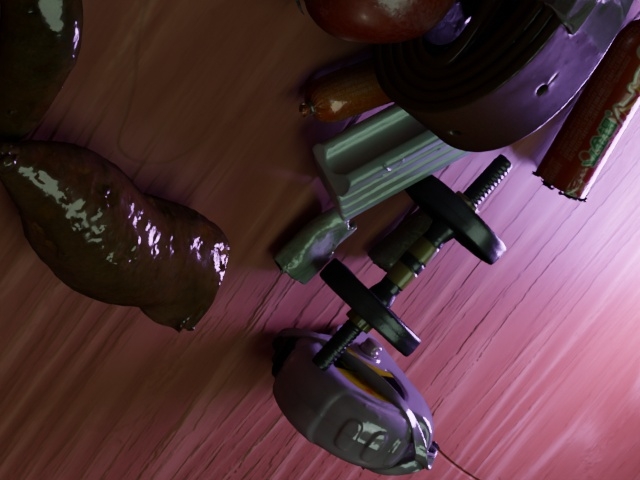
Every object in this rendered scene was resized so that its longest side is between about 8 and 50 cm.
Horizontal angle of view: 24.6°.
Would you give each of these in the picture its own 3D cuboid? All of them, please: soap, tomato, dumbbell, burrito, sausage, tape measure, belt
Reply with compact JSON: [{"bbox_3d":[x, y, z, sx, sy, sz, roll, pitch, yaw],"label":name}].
[{"bbox_3d":[0.094,-0.106,1.607,0.198,0.066,0.119,-28,163,-3],"label":"soap"},{"bbox_3d":[0.060,-0.257,1.385,0.167,0.167,0.167,-25,142,-22],"label":"tomato"},{"bbox_3d":[0.107,0.026,1.699,0.325,0.143,0.143,-47,145,-1],"label":"dumbbell"},{"bbox_3d":[-0.002,0.000,1.696,0.118,0.044,0.074,-47,152,10],"label":"burrito"},{"bbox_3d":[0.360,-0.174,1.836,0.083,0.083,0.264,0,126,-43],"label":"sausage"},{"bbox_3d":[0.034,0.191,1.782,0.197,0.236,0.120,17,113,-43],"label":"tape measure"},{"bbox_3d":[0.121,-0.194,1.601,0.347,0.053,0.053,-22,140,-27],"label":"sausage"},{"bbox_3d":[0.196,-0.257,1.463,0.339,0.217,0.122,-56,143,2],"label":"belt"}]

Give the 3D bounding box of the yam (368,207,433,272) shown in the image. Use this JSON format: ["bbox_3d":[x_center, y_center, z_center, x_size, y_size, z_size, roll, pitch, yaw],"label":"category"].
[{"bbox_3d":[0.121,-0.009,1.798,0.132,0.054,0.054,-43,145,-1],"label":"yam"}]

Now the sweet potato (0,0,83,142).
[{"bbox_3d":[-0.253,-0.205,1.214,0.108,0.079,0.346,-18,137,-11],"label":"sweet potato"}]

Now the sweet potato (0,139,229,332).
[{"bbox_3d":[-0.220,-0.013,1.409,0.131,0.131,0.336,-48,145,8],"label":"sweet potato"}]
